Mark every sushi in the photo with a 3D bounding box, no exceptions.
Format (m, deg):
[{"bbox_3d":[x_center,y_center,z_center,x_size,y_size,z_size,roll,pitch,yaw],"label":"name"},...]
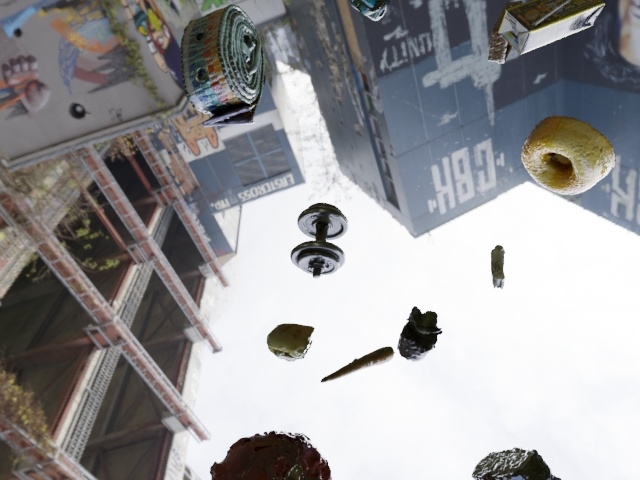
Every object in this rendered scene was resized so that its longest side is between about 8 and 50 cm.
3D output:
[{"bbox_3d":[0.487,0.600,1.129,0.124,0.225,0.127,-28,-107,-30],"label":"sushi"}]

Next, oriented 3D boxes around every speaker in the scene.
[{"bbox_3d":[0.097,-0.467,0.874,0.060,0.075,0.094,-57,-167,26],"label":"speaker"}]

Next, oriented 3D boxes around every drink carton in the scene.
[{"bbox_3d":[0.413,-0.401,0.813,0.165,0.056,0.071,-25,-114,-10],"label":"drink carton"}]

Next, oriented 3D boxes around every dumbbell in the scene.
[{"bbox_3d":[0.000,0.000,1.575,0.191,0.192,0.290,-7,-124,21],"label":"dumbbell"}]

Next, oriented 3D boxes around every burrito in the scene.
[{"bbox_3d":[0.694,0.098,1.775,0.064,0.064,0.203,-4,-134,25],"label":"burrito"}]

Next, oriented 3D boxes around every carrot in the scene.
[{"bbox_3d":[0.107,0.350,1.268,0.254,0.049,0.049,-14,-154,-29],"label":"carrot"}]

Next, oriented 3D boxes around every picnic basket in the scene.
[{"bbox_3d":[0.517,-0.586,1.270,0.054,0.110,0.193,17,-125,24],"label":"picnic basket"}]

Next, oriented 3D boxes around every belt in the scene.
[{"bbox_3d":[-0.230,-0.443,1.132,0.160,0.207,0.295,-9,-125,19],"label":"belt"}]

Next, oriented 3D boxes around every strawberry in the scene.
[{"bbox_3d":[-0.117,0.523,0.918,0.274,0.274,0.220,-41,-177,-28],"label":"strawberry"}]

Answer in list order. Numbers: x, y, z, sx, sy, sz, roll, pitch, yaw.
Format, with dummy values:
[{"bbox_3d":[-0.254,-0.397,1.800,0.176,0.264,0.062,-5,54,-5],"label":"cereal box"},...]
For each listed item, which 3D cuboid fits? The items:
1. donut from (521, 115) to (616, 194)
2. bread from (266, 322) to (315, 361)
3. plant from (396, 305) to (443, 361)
[{"bbox_3d":[0.489,-0.164,0.917,0.074,0.174,0.190,-43,-176,-4],"label":"donut"},{"bbox_3d":[-0.096,0.287,1.321,0.156,0.110,0.103,-44,-160,47],"label":"bread"},{"bbox_3d":[0.347,0.328,1.590,0.142,0.203,0.131,40,-128,20],"label":"plant"}]
